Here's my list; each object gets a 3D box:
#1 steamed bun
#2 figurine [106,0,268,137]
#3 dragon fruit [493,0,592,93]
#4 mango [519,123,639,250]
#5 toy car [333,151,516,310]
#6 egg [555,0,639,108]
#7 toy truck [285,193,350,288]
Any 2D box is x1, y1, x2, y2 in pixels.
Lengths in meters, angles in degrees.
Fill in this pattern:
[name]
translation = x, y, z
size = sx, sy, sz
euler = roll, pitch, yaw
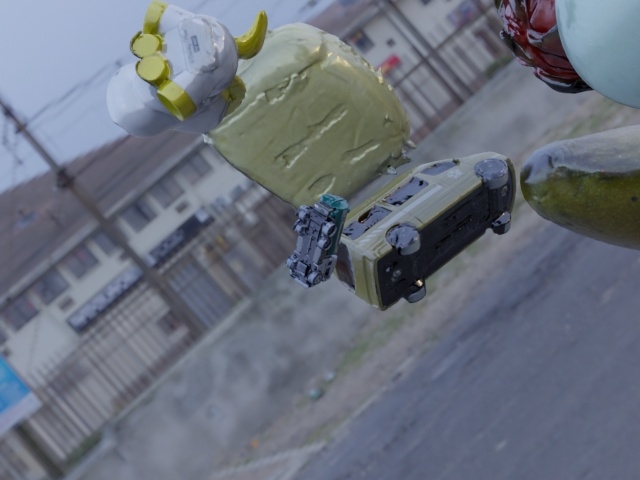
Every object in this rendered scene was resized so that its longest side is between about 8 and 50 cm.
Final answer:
[steamed bun]
translation = -0.018, -0.174, 1.803
size = 0.232, 0.273, 0.166
euler = -48, 27, 19
[figurine]
translation = -0.118, -0.135, 1.162
size = 0.130, 0.109, 0.178
euler = -14, -20, -28
[dragon fruit]
translation = 0.244, -0.228, 1.220
size = 0.182, 0.188, 0.182
euler = -26, 40, 23
[mango]
translation = 0.381, -0.057, 1.509
size = 0.330, 0.175, 0.176
euler = -7, -33, -10
[toy car]
translation = 0.129, -0.026, 1.647
size = 0.257, 0.124, 0.101
euler = -36, -43, -27
[egg]
translation = 0.310, -0.243, 0.885
size = 0.371, 0.230, 0.230
euler = -47, 0, 13
[toy truck]
translation = 0.000, 0.000, 1.212
size = 0.044, 0.039, 0.083
euler = -20, -47, -46
